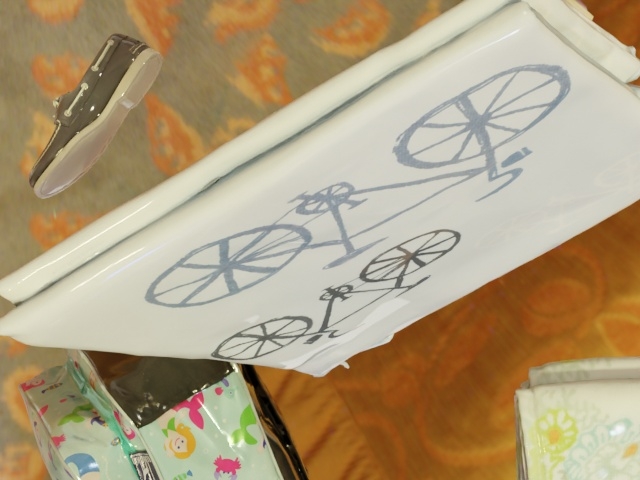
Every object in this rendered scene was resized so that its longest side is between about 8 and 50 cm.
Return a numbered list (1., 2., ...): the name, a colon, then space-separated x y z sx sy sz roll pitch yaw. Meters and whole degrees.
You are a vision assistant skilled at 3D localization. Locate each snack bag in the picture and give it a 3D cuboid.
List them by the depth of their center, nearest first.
1. snack bag: 0.042 -0.015 0.824 0.323 0.037 0.342 -31 158 22

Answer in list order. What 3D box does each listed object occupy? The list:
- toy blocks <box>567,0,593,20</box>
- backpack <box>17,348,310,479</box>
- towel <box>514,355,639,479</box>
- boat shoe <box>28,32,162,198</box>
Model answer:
1. toy blocks: 0.249 -0.401 1.634 0.260 0.309 0.288 39 103 -3
2. backpack: -0.111 0.173 1.181 0.191 0.225 0.253 -35 117 -9
3. towel: 0.369 0.260 1.405 0.374 0.090 0.321 -3 115 5
4. boat shoe: -0.259 -0.139 1.631 0.065 0.075 0.206 36 84 14
